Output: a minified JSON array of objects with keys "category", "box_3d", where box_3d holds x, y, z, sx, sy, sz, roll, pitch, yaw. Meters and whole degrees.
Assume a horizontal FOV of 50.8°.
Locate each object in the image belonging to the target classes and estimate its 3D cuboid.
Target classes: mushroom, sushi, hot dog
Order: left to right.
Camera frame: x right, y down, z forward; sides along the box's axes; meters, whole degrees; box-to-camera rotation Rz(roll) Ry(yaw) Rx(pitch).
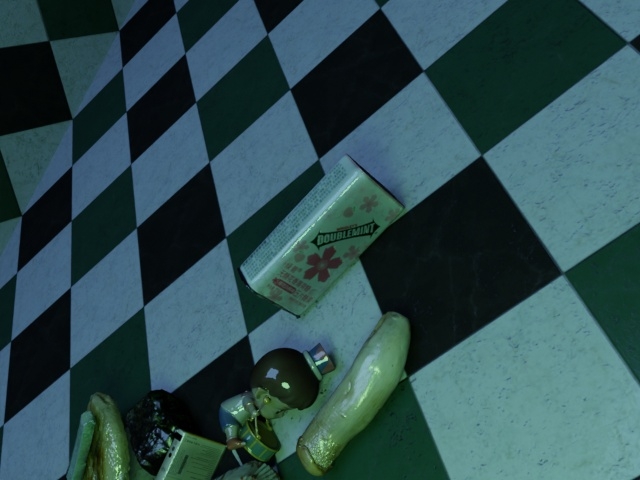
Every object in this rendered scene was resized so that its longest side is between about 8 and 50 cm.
[{"category":"sushi","box_3d":[-0.378,0.454,1.617,0.127,0.124,0.225,-47,35,4]},{"category":"hot dog","box_3d":[-0.182,0.561,1.394,0.270,0.082,0.162,-33,46,28]},{"category":"mushroom","box_3d":[0.070,0.297,1.322,0.351,0.095,0.123,-55,23,-3]}]

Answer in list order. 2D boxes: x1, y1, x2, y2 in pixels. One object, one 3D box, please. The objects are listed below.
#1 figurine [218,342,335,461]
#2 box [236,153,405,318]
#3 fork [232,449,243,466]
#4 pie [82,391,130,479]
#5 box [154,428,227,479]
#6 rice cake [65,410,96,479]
[{"category":"figurine","box_3d":[-0.089,0.325,1.420,0.158,0.161,0.275,42,100,8]},{"category":"box","box_3d":[0.000,0.000,1.511,0.369,0.190,0.112,-48,41,10]},{"category":"fork","box_3d":[-0.174,0.492,1.482,0.016,0.012,0.115,-46,40,0]},{"category":"pie","box_3d":[-0.542,0.543,1.672,0.337,0.075,0.337,-13,75,59]},{"category":"box","box_3d":[-0.312,0.549,1.487,0.033,0.129,0.247,12,72,48]},{"category":"rice cake","box_3d":[-0.584,0.505,1.643,0.043,0.034,0.210,44,122,45]}]
